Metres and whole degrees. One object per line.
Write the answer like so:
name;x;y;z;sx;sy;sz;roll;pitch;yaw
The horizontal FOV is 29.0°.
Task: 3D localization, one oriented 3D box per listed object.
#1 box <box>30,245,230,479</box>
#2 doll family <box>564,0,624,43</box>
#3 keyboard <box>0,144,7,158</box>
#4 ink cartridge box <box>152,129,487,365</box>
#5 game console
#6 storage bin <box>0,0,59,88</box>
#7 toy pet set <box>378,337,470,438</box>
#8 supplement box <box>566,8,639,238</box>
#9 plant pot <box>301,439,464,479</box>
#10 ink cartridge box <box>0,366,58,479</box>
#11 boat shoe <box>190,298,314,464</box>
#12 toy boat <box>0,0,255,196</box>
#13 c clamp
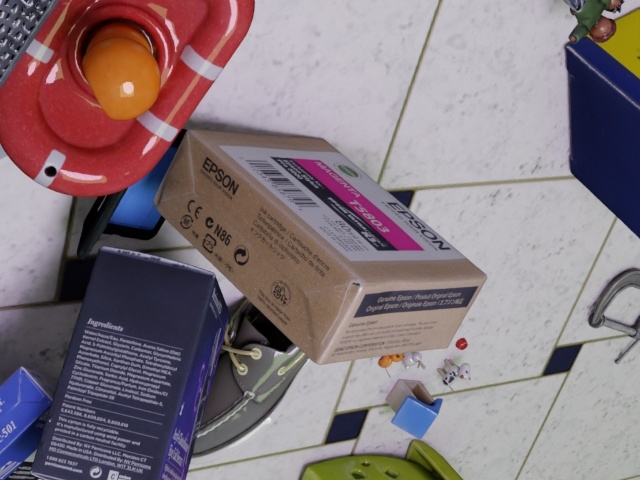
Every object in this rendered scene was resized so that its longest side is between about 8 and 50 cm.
box;-0.161;0.129;1.098;0.153;0.108;0.207;85;19;-74
doll family;0.292;-0.275;1.191;0.193;0.076;0.111;-45;134;4
keyboard;-0.353;-0.047;0.991;0.256;0.014;0.072;-29;143;-9
ink cartridge box;0.000;0.000;1.086;0.193;0.234;0.088;-3;127;-51
game console;-0.155;-0.039;1.093;0.071;0.107;0.122;27;111;-16
storage bin;-0.243;-0.192;0.852;0.084;0.122;0.180;24;111;-45
toy pet set;0.125;0.175;1.483;0.122;0.065;0.114;10;120;-40
supplement box;0.464;-0.162;1.320;0.356;0.195;0.194;-26;138;-12
plant pot;0.100;0.403;1.558;0.207;0.228;0.227;-15;134;-34
ink cartridge box;-0.270;0.174;1.138;0.097;0.046;0.207;-44;170;-7
boat shoe;-0.052;0.101;1.264;0.305;0.109;0.091;-43;138;-4
toy boat;-0.151;-0.132;0.925;0.151;0.151;0.231;31;107;-19
c clamp;0.409;0.101;1.648;0.160;0.022;0.137;25;110;-46
